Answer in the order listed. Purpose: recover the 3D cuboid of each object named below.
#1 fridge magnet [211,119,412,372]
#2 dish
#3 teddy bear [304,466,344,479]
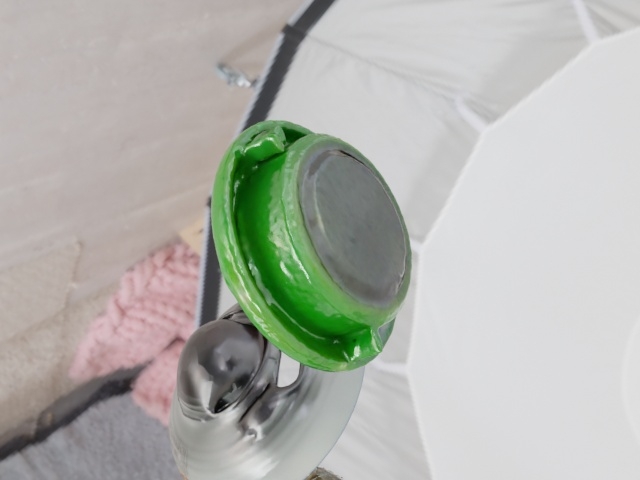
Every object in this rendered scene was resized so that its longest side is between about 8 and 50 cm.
[{"bbox_3d":[0.000,0.000,0.745,0.088,0.208,0.208,-24,175,34],"label":"fridge magnet"},{"bbox_3d":[-0.094,0.148,1.071,0.273,0.273,0.134,-47,125,3],"label":"dish"},{"bbox_3d":[-0.041,0.346,1.110,0.129,0.182,0.251,-48,176,-39],"label":"teddy bear"}]
